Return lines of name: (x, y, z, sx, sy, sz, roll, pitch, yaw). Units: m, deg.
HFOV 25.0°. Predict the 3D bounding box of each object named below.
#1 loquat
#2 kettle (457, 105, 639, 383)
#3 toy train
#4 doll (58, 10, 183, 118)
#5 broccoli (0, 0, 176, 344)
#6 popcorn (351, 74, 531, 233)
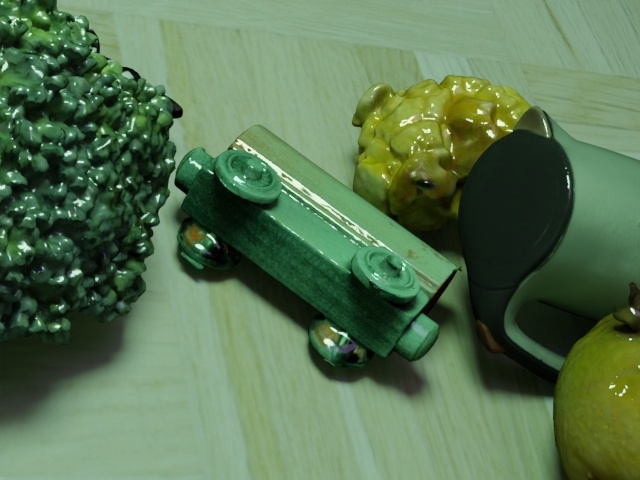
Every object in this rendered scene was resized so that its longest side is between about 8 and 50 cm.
loquat: (0.316, 0.153, 1.255, 0.243, 0.244, 0.244, 14, 45, -14)
kettle: (0.253, 0.020, 1.372, 0.255, 0.240, 0.165, 16, -3, -40)
toy train: (0.000, 0.000, 1.342, 0.285, 0.116, 0.177, 35, 31, 9)
doll: (-0.232, -0.162, 1.402, 0.219, 0.067, 0.091, 42, 48, 23)
broccoli: (-0.281, -0.066, 1.158, 0.280, 0.293, 0.348, 6, 18, 34)
popcorn: (0.116, -0.085, 1.450, 0.194, 0.140, 0.163, -32, 47, -23)
